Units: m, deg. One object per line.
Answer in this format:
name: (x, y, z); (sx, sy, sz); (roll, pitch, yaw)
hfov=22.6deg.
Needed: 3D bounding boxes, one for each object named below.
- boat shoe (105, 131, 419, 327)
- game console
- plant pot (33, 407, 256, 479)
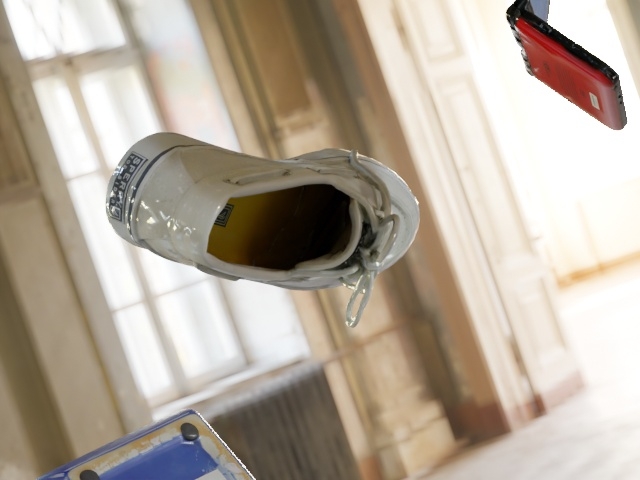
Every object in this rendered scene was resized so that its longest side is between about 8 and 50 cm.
boat shoe: (0.002, -0.008, 1.322); (0.156, 0.136, 0.367); (27, 9, 35)
game console: (0.176, -0.153, 1.091); (0.085, 0.124, 0.144); (-53, -17, 1)
plant pot: (-0.159, 0.309, 1.512); (0.236, 0.236, 0.212); (-21, -30, -44)
